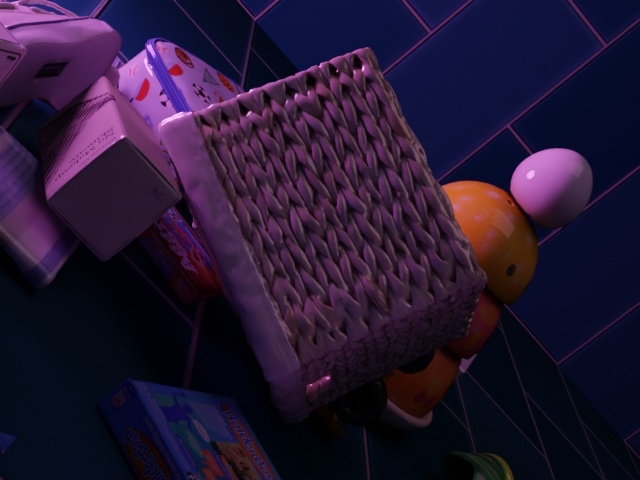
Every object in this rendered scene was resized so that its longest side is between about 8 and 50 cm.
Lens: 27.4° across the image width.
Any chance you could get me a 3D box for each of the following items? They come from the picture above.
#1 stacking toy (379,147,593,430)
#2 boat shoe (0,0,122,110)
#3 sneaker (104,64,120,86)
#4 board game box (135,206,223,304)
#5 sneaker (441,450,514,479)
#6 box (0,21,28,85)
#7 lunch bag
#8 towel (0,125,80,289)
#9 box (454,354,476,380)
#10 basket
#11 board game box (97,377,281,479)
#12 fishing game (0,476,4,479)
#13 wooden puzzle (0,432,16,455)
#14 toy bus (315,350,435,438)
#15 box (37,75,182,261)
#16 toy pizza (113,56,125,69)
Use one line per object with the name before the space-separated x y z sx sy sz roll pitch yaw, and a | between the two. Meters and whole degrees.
stacking toy | 0.204 0.025 1.981 0.350 0.480 0.350 47 13 -15
boat shoe | -0.370 -0.244 1.585 0.156 0.136 0.367 41 16 4
sneaker | -0.339 -0.250 1.791 0.134 0.051 0.070 13 30 -39
board game box | -0.226 -0.040 1.703 0.281 0.027 0.145 53 14 6
sneaker | 0.237 0.421 1.906 0.123 0.109 0.295 21 26 -23
box | -0.448 -0.264 1.311 0.290 0.087 0.169 46 14 14
lunch bag | -0.156 -0.152 1.912 0.303 0.115 0.243 21 33 -58
towel | -0.355 -0.081 1.349 0.285 0.034 0.209 48 13 -13
box | 0.191 0.202 2.302 0.114 0.103 0.203 52 12 4
basket | 0.000 0.000 1.547 0.328 0.266 0.331 84 -20 -73
board game box | -0.114 0.222 1.304 0.160 0.047 0.210 56 14 24
fishing game | -0.212 0.253 0.895 0.189 0.041 0.264 48 13 -2
wooden puzzle | -0.289 0.134 1.020 0.116 0.014 0.078 47 17 -16
toy bus | 0.031 0.116 1.748 0.211 0.220 0.149 43 8 -7
box | -0.237 -0.086 1.441 0.094 0.113 0.275 49 1 -24
toy pizza | -0.316 -0.231 1.916 0.201 0.032 0.201 48 15 -16
